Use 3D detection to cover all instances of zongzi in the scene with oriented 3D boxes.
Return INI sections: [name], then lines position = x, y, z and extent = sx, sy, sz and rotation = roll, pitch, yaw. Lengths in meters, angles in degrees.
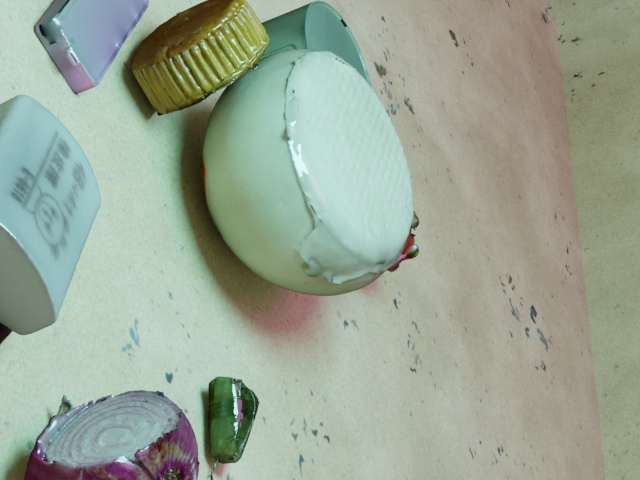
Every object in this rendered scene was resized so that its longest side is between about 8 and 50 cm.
[zongzi]
position = -0.110, 0.271, 2.138
extent = 0.130, 0.062, 0.154
rotation = 50, 36, -62

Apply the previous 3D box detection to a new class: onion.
[onion]
position = -0.227, 0.277, 1.741
extent = 0.207, 0.200, 0.200
rotation = -76, 142, -72

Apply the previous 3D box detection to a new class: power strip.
[power strip]
position = -0.308, -0.308, 2.148
extent = 0.109, 0.037, 0.279
rotation = 59, 27, -25

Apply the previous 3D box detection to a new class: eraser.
[eraser]
position = -0.337, -0.034, 1.778
extent = 0.174, 0.095, 0.270
rotation = 59, 17, -24

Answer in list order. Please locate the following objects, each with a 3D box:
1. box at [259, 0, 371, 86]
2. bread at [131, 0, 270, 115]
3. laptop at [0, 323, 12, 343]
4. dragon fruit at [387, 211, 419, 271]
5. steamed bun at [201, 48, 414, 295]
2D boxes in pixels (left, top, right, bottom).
[box]
position = -0.030, -0.259, 2.562
extent = 0.226, 0.149, 0.226
rotation = 45, 35, -44
[bread]
position = -0.174, -0.269, 2.216
extent = 0.104, 0.199, 0.199
rotation = 57, 28, -21
[laptop]
position = -0.402, 0.025, 1.728
extent = 0.207, 0.026, 0.154
rotation = 64, 23, -17
[dragon fruit]
position = 0.075, -0.039, 2.661
extent = 0.207, 0.133, 0.150
rotation = 51, -27, 26
[steamed bun]
position = -0.035, -0.090, 2.314
extent = 0.374, 0.241, 0.374
rotation = 33, 47, -46
